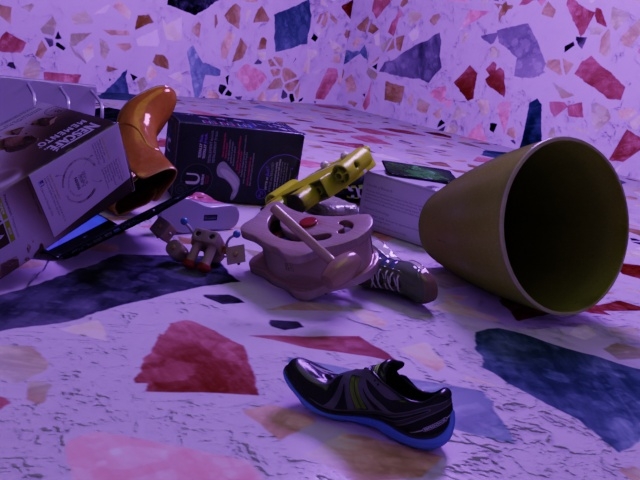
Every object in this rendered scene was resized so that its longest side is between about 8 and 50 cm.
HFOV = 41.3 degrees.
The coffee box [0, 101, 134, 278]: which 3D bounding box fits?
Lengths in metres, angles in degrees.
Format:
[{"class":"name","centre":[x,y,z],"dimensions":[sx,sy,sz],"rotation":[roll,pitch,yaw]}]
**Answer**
[{"class":"coffee box","centre":[-0.425,-0.066,1.163],"dimensions":[0.168,0.118,0.297],"rotation":[18,41,30]}]

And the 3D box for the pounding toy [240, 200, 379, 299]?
[{"class":"pounding toy","centre":[-0.007,-0.016,1.268],"dimensions":[0.154,0.154,0.270],"rotation":[-28,32,-28]}]

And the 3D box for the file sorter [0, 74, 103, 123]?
[{"class":"file sorter","centre":[-0.591,-0.218,1.714],"dimensions":[0.278,0.192,0.173],"rotation":[2,19,-24]}]

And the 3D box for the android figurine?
[{"class":"android figurine","centre":[0.003,-0.118,1.692],"dimensions":[0.248,0.056,0.273],"rotation":[-20,14,48]}]

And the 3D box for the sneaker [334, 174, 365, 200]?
[{"class":"sneaker","centre":[0.078,-0.114,1.972],"dimensions":[0.097,0.084,0.235],"rotation":[-30,33,-29]}]

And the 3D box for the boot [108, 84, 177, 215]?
[{"class":"boot","centre":[-0.334,-0.172,1.644],"dimensions":[0.211,0.104,0.295],"rotation":[27,65,38]}]

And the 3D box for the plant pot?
[{"class":"plant pot","centre":[0.303,-0.024,1.419],"dimensions":[0.275,0.274,0.294],"rotation":[0,1,-31]}]

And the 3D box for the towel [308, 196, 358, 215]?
[{"class":"towel","centre":[0.005,-0.081,1.851],"dimensions":[0.110,0.027,0.148],"rotation":[-2,18,-32]}]

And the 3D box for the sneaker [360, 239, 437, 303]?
[{"class":"sneaker","centre":[0.096,0.056,1.330],"dimensions":[0.086,0.064,0.192],"rotation":[-13,26,-24]}]

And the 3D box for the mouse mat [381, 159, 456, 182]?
[{"class":"mouse mat","centre":[0.208,-0.145,1.783],"dimensions":[0.153,0.007,0.189],"rotation":[8,14,-2]}]

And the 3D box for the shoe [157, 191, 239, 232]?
[{"class":"shoe","centre":[-0.238,-0.053,1.542],"dimensions":[0.081,0.063,0.178],"rotation":[20,13,41]}]

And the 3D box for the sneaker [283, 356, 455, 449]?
[{"class":"sneaker","centre":[0.051,0.153,0.881],"dimensions":[0.188,0.078,0.067],"rotation":[14,15,23]}]

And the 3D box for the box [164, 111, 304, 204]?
[{"class":"box","centre":[-0.190,-0.175,1.819],"dimensions":[0.271,0.165,0.143],"rotation":[4,16,-21]}]

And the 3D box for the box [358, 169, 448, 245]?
[{"class":"box","centre":[0.203,-0.073,1.752],"dimensions":[0.182,0.119,0.181],"rotation":[20,18,36]}]

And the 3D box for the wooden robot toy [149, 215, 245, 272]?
[{"class":"wooden robot toy","centre":[-0.183,0.019,1.333],"dimensions":[0.173,0.076,0.079],"rotation":[13,-20,18]}]

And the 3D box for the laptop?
[{"class":"laptop","centre":[-0.360,-0.067,1.345],"dimensions":[0.264,0.136,0.234],"rotation":[-25,9,15]}]
